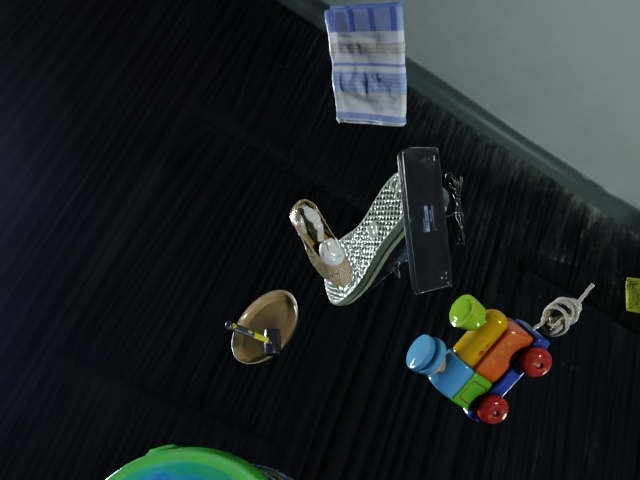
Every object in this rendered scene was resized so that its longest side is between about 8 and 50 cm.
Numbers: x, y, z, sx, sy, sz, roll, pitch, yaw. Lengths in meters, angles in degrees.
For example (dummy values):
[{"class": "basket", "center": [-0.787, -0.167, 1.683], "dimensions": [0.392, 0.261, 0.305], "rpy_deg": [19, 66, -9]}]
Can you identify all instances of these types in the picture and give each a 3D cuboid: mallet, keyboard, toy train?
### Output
[{"class": "mallet", "center": [-0.146, 0.201, 1.035], "dimensions": [0.039, 0.062, 0.190], "rpy_deg": [-16, 143, 22]}, {"class": "keyboard", "center": [0.254, -0.050, 1.037], "dimensions": [0.201, 0.317, 0.033], "rpy_deg": [-7, -178, -34]}, {"class": "toy train", "center": [0.241, 0.118, 0.639], "dimensions": [0.143, 0.248, 0.105], "rpy_deg": [34, -169, -17]}]

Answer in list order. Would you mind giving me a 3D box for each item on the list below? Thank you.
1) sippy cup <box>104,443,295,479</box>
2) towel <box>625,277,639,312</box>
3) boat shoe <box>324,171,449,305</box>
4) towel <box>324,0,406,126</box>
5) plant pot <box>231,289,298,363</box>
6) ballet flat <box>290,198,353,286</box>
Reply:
[{"class": "sippy cup", "center": [-0.095, 0.323, 0.457], "dimensions": [0.305, 0.240, 0.224], "rpy_deg": [48, 176, 23]}, {"class": "towel", "center": [0.852, 0.149, 1.089], "dimensions": [0.237, 0.021, 0.102], "rpy_deg": [8, 122, 45]}, {"class": "boat shoe", "center": [0.166, 0.018, 1.272], "dimensions": [0.156, 0.187, 0.500], "rpy_deg": [7, 136, -32]}, {"class": "towel", "center": [0.111, -0.420, 1.136], "dimensions": [0.209, 0.034, 0.285], "rpy_deg": [15, 129, 33]}, {"class": "plant pot", "center": [-0.154, 0.250, 1.334], "dimensions": [0.236, 0.236, 0.032], "rpy_deg": [1, 144, 44]}, {"class": "ballet flat", "center": [0.000, 0.000, 0.942], "dimensions": [0.206, 0.073, 0.067], "rpy_deg": [54, 157, 19]}]
